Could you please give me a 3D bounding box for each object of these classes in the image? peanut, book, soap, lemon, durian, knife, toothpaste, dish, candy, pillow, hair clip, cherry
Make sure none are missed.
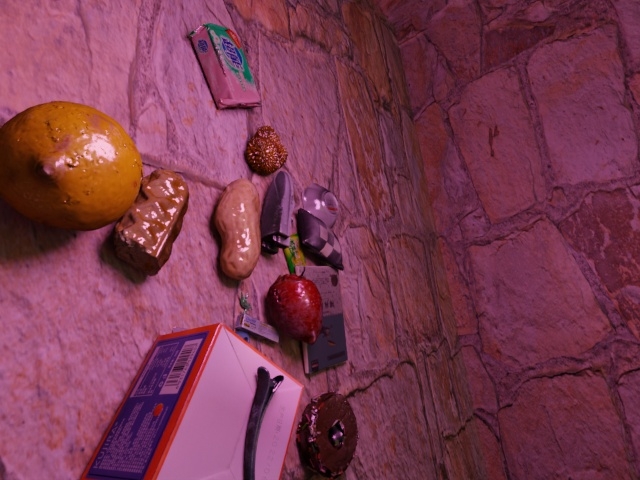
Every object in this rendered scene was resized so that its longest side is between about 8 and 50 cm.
[{"bbox_3d":[-0.254,-0.040,1.232,0.148,0.148,0.318,18,66,-50],"label":"peanut"},{"bbox_3d":[0.008,0.282,1.517,0.264,0.031,0.378,4,77,-54],"label":"book"},{"bbox_3d":[-0.321,-0.589,1.407,0.218,0.098,0.273,-32,105,-61],"label":"soap"},{"bbox_3d":[-0.490,-0.142,0.801,0.258,0.310,0.257,-2,96,-21],"label":"lemon"},{"bbox_3d":[-0.193,-0.315,1.443,0.158,0.137,0.168,-49,132,-30],"label":"durian"},{"bbox_3d":[-0.298,0.275,1.121,0.244,0.032,0.058,17,70,-45],"label":"knife"},{"bbox_3d":[-0.191,0.276,1.260,0.164,0.034,0.046,37,48,-41],"label":"toothpaste"},{"bbox_3d":[0.021,-0.145,1.705,0.229,0.081,0.229,27,55,-47],"label":"dish"},{"bbox_3d":[-0.092,0.062,1.496,0.102,0.032,0.178,-15,89,-56],"label":"candy"},{"bbox_3d":[0.000,0.000,1.584,0.250,0.106,0.185,39,28,-39],"label":"pillow"},{"bbox_3d":[-0.132,0.387,0.850,0.070,0.039,0.229,41,49,-38],"label":"hair clip"},{"bbox_3d":[-0.072,0.222,1.315,0.175,0.192,0.249,-21,87,-27],"label":"cherry"}]

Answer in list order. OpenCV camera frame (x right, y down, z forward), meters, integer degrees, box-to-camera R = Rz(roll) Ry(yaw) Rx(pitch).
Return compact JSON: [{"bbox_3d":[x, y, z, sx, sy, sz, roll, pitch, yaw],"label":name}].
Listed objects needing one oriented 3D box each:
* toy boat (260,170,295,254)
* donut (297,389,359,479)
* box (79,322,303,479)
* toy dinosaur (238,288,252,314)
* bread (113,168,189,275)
[{"bbox_3d":[-0.144,-0.112,1.404,0.092,0.141,0.319,23,56,-34],"label":"toy boat"},{"bbox_3d":[0.026,0.641,1.346,0.270,0.103,0.269,26,55,-44],"label":"donut"},{"bbox_3d":[-0.262,0.423,0.901,0.318,0.257,0.348,49,40,-34],"label":"box"},{"bbox_3d":[-0.238,0.193,1.245,0.083,0.021,0.062,42,57,-38],"label":"toy dinosaur"},{"bbox_3d":[-0.413,-0.059,1.017,0.152,0.130,0.267,89,9,-55],"label":"bread"}]
